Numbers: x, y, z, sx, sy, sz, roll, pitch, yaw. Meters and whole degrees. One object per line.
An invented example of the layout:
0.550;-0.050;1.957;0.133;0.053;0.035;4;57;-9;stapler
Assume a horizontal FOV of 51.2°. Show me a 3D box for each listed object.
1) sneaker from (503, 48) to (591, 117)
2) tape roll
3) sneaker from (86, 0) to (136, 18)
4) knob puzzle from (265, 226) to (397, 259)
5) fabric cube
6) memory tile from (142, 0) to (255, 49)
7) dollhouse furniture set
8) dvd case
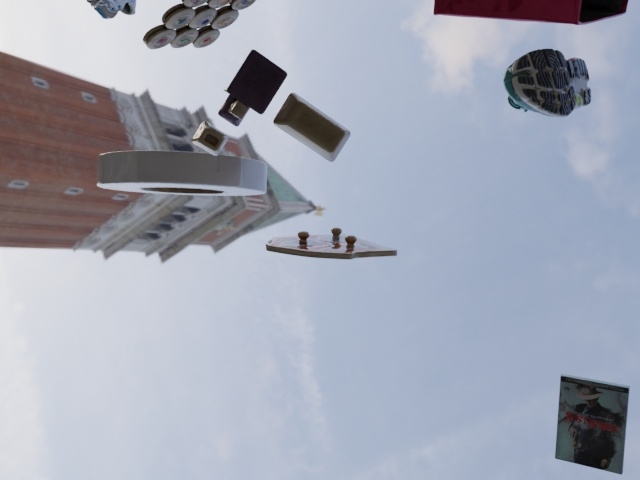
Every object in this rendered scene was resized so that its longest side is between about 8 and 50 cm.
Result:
0.356;-0.239;1.084;0.110;0.275;0.107;-11;-91;37;sneaker
-0.315;-0.149;1.545;0.392;0.392;0.072;3;-90;28;tape roll
-0.350;-0.394;1.052;0.071;0.191;0.082;9;-77;26;sneaker
0.000;0.000;1.104;0.213;0.213;0.030;9;-79;28;knob puzzle
0.373;-0.513;1.134;0.258;0.254;0.259;18;-60;36;fabric cube
-0.120;-0.259;0.742;0.148;0.113;0.012;-32;-95;36;memory tile
-0.043;-0.097;0.592;0.114;0.081;0.091;31;-87;-19;dollhouse furniture set
0.360;0.243;0.887;0.087;0.013;0.119;7;-81;31;dvd case
